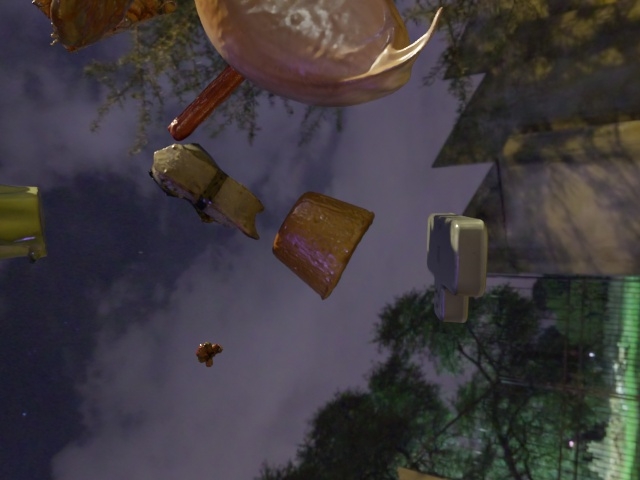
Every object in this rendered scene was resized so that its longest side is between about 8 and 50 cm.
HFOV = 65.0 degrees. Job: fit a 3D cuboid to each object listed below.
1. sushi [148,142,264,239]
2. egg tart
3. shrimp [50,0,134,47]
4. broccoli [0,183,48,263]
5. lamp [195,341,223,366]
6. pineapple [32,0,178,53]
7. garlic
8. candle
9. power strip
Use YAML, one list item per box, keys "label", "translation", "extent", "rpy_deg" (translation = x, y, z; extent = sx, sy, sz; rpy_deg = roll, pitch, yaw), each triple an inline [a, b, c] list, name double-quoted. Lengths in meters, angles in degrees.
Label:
- label: "sushi"
  translation: [-0.228, -0.105, 1.053]
  extent: [0.134, 0.273, 0.109]
  rpy_deg: [-44, -6, -17]
- label: "egg tart"
  translation: [0.000, 0.000, 0.993]
  extent: [0.203, 0.147, 0.202]
  rpy_deg: [-60, -6, -10]
- label: "shrimp"
  translation: [-0.263, -0.368, 0.647]
  extent: [0.062, 0.154, 0.294]
  rpy_deg: [20, -124, -12]
- label: "broccoli"
  translation: [-0.411, -0.039, 0.451]
  extent: [0.259, 0.288, 0.235]
  rpy_deg: [-27, -56, -13]
- label: "lamp"
  translation: [-0.280, 0.280, 1.253]
  extent: [0.063, 0.031, 0.083]
  rpy_deg: [-68, -26, -19]
- label: "pineapple"
  translation: [-0.438, -0.580, 1.028]
  extent: [0.344, 0.208, 0.286]
  rpy_deg: [-67, -39, -51]
- label: "garlic"
  translation: [-0.012, -0.198, 0.407]
  extent: [0.145, 0.164, 0.245]
  rpy_deg: [-18, -110, -38]
- label: "candle"
  translation: [-0.195, -0.334, 1.052]
  extent: [0.329, 0.051, 0.048]
  rpy_deg: [-46, -41, -4]
- label: "power strip"
  translation: [0.242, 0.050, 0.916]
  extent: [0.265, 0.059, 0.194]
  rpy_deg: [-74, -15, -83]
